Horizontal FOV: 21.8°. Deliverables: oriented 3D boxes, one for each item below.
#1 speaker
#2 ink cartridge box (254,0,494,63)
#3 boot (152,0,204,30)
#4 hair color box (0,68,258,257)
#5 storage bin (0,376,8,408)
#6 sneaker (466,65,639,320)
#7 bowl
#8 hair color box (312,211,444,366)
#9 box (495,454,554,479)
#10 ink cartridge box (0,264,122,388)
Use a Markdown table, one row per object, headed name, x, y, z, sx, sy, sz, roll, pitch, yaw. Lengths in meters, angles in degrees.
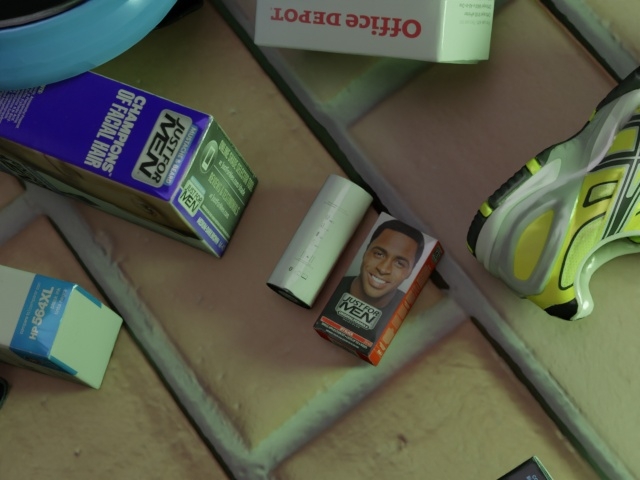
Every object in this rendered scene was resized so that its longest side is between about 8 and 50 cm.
| name | x | y | z | sx | sy | sz | roll | pitch | yaw |
| --- | --- | --- | --- | --- | --- | --- | --- | --- | --- |
| speaker | 0.000 | 0.000 | 1.724 | 0.055 | 0.055 | 0.136 | 26 | 80 | 19 |
| ink cartridge box | 0.063 | -0.342 | 1.701 | 0.223 | 0.129 | 0.307 | 9 | 101 | 28 |
| boot | -0.258 | -0.311 | 1.851 | 0.338 | 0.118 | 0.222 | -38 | 70 | -2 |
| hair color box | -0.253 | -0.107 | 1.749 | 0.339 | 0.185 | 0.110 | 20 | 77 | 19 |
| storage bin | -0.410 | 0.165 | 1.698 | 0.084 | 0.180 | 0.122 | 23 | 79 | 18 |
| sneaker | 0.329 | -0.076 | 1.638 | 0.385 | 0.145 | 0.147 | -43 | 72 | 8 |
| bowl | -0.323 | -0.328 | 1.736 | 0.391 | 0.077 | 0.391 | -3 | 55 | 5 |
| hair color box | 0.060 | 0.050 | 1.701 | 0.072 | 0.043 | 0.141 | 27 | 79 | 20 |
| box | 0.111 | 0.325 | 1.535 | 0.290 | 0.169 | 0.087 | -33 | 66 | 3 |
| ink cartridge box | -0.331 | 0.078 | 1.725 | 0.203 | 0.148 | 0.086 | 14 | 77 | 17 |
